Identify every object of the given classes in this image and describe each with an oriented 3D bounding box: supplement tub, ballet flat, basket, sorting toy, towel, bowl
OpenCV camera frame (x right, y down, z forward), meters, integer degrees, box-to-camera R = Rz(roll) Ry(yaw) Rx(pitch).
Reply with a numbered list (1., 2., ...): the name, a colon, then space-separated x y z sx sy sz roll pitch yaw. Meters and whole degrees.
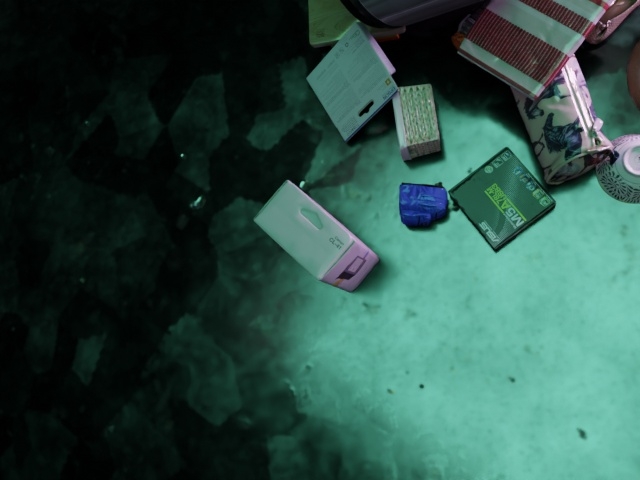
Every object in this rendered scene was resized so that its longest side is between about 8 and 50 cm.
1. supplement tub: 0.431 -0.545 1.576 0.190 0.117 0.117 -42 72 6
2. ballet flat: 0.735 -0.589 1.522 0.084 0.058 0.250 42 94 18
3. basket: 0.245 -0.303 1.597 0.103 0.113 0.167 -8 79 11
4. sorting toy: 0.102 -0.654 1.706 0.257 0.089 0.255 -4 80 16
5. towel: 0.497 -0.509 1.415 0.237 0.037 0.329 42 103 25
6. bowl: 0.733 -0.176 1.446 0.170 0.080 0.170 -3 80 17

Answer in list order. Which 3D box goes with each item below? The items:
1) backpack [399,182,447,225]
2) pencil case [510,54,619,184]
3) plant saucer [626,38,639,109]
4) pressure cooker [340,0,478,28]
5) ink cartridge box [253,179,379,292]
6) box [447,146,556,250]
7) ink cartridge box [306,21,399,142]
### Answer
1. backpack: 0.257 -0.087 1.567 0.120 0.098 0.101 1 80 8
2. pencil case: 0.553 -0.349 1.475 0.160 0.183 0.410 -7 74 -26
3. plant saucer: 0.886 -0.401 1.454 0.310 0.050 0.311 -3 79 16
4. pressure cooker: 0.198 -0.681 1.399 0.420 0.375 0.370 -2 113 46
5. ink cartridge box: 0.000 0.000 1.518 0.226 0.306 0.131 42 94 19
6. box: 0.444 -0.102 1.540 0.184 0.045 0.191 -36 73 6
7. ink cartridge box: 0.090 -0.411 1.642 0.223 0.045 0.224 -39 74 39
